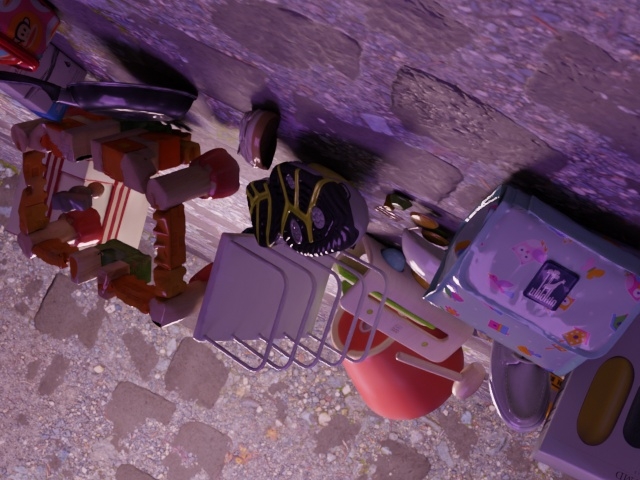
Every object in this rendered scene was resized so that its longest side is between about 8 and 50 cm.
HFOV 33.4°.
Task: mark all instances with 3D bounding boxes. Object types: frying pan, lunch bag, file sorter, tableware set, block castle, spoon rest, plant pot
[{"bbox_3d":[-0.342,-0.218,1.586,0.326,0.053,0.197,3,-179,-30],"label":"frying pan"},{"bbox_3d":[0.275,0.042,1.330,0.223,0.160,0.262,30,159,0],"label":"lunch bag"},{"bbox_3d":[-0.533,-0.347,1.572,0.293,0.120,0.258,19,172,35],"label":"lunch bag"},{"bbox_3d":[-0.041,0.111,1.831,0.173,0.193,0.277,28,-163,39],"label":"file sorter"},{"bbox_3d":[0.162,-0.029,1.651,0.154,0.024,0.104,30,167,-13],"label":"tableware set"},{"bbox_3d":[-0.338,-0.065,1.903,0.453,0.303,0.212,21,-150,36],"label":"block castle"},{"bbox_3d":[0.233,0.062,1.762,0.276,0.084,0.137,40,-174,-33],"label":"spoon rest"},{"bbox_3d":[0.162,0.248,2.482,0.274,0.275,0.243,18,158,42],"label":"plant pot"}]

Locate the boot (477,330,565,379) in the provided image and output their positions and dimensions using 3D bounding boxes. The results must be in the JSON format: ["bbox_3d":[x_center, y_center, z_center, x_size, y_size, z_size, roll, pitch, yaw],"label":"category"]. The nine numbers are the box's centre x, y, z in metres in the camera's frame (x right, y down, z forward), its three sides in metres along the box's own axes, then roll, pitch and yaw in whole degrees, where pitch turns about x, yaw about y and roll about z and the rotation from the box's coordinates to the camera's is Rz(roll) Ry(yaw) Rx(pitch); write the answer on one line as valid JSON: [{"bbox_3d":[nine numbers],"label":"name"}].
[{"bbox_3d":[0.399,0.186,1.928,0.203,0.095,0.262,19,166,39],"label":"boot"}]

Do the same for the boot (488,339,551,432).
[{"bbox_3d":[0.292,0.142,1.544,0.095,0.258,0.123,-2,164,4],"label":"boot"}]

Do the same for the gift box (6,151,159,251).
[{"bbox_3d":[-0.539,-0.107,2.466,0.255,0.258,0.276,19,-172,29],"label":"gift box"}]

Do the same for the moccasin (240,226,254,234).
[{"bbox_3d":[-0.114,0.029,2.372,0.116,0.138,0.342,34,168,-16],"label":"moccasin"}]

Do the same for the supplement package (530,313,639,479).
[{"bbox_3d":[0.444,0.225,1.507,0.199,0.263,0.198,24,170,13],"label":"supplement package"}]

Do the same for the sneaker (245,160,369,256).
[{"bbox_3d":[0.000,-0.062,1.622,0.147,0.145,0.384,-14,-171,-18],"label":"sneaker"}]

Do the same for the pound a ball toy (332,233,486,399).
[{"bbox_3d":[0.188,0.137,2.019,0.319,0.136,0.208,32,-155,-27],"label":"pound a ball toy"}]

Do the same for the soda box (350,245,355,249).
[{"bbox_3d":[-0.006,-0.046,1.916,0.168,0.053,0.060,26,170,11],"label":"soda box"}]

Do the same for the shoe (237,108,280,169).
[{"bbox_3d":[-0.098,-0.146,1.559,0.058,0.077,0.219,21,173,1],"label":"shoe"}]

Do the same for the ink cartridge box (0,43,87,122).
[{"bbox_3d":[-0.486,-0.286,1.778,0.060,0.104,0.180,20,169,35],"label":"ink cartridge box"}]

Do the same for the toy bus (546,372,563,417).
[{"bbox_3d":[0.548,0.335,2.215,0.332,0.130,0.108,30,170,-18],"label":"toy bus"}]
